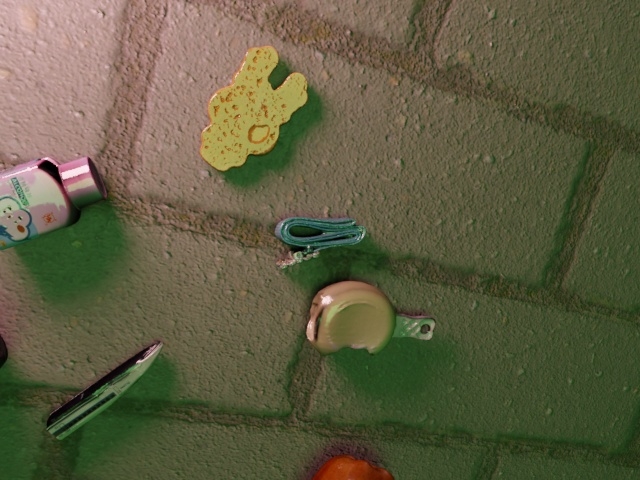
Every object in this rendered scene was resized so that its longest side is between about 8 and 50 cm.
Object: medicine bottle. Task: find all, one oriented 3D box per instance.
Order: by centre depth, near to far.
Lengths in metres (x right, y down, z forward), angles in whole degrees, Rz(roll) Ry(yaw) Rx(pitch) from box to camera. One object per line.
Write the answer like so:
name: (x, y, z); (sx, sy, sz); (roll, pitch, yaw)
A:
medicine bottle: (-0.462, -0.073, 0.889); (0.188, 0.094, 0.119); (-21, 111, -10)

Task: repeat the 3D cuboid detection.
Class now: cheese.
cheese: (0.114, 0.175, 1.126); (0.287, 0.082, 0.163); (12, 101, -19)

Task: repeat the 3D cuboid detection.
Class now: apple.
apple: (0.073, 0.588, 1.155); (0.234, 0.234, 0.233); (-4, 105, -15)

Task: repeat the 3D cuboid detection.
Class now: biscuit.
biscuit: (-0.128, -0.230, 0.978); (0.144, 0.040, 0.236); (38, 93, -14)

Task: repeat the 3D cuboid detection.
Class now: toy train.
toy train: (-0.396, 0.282, 1.019); (0.252, 0.055, 0.048); (-35, 110, -5)

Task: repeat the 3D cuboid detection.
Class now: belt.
belt: (0.002, 0.000, 1.060); (0.179, 0.065, 0.099); (-3, 95, -15)

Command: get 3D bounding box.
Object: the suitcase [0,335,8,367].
suitcase: (-0.716, 0.202, 0.805); (0.339, 0.188, 0.345); (41, 73, -19)
